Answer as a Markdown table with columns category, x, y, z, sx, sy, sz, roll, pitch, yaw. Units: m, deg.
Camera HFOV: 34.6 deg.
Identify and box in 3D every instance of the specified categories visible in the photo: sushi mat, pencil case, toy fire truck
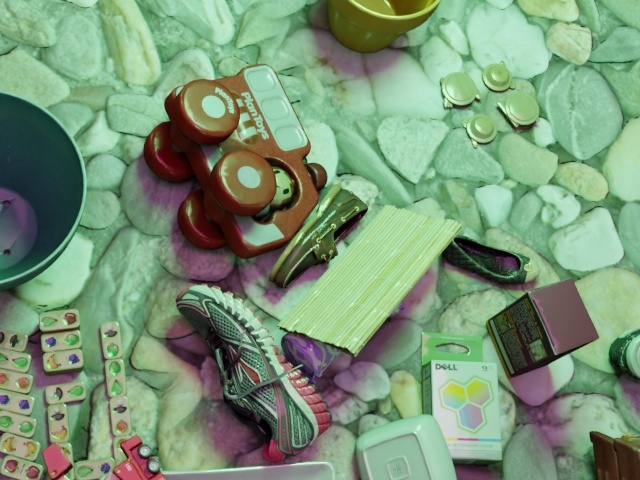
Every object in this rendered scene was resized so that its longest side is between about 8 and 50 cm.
| category | x | y | z | sx | sy | sz | roll | pitch | yaw |
| --- | --- | --- | --- | --- | --- | --- | --- | --- | --- |
| sushi mat | 0.080 | 0.052 | 1.589 | 0.151 | 0.019 | 0.316 | 13 | 46 | 37 |
| pencil case | 0.035 | 0.131 | 1.596 | 0.206 | 0.086 | 0.088 | -37 | 88 | -20 |
| toy fire truck | -0.285 | 0.343 | 1.430 | 0.135 | 0.047 | 0.192 | -31 | 79 | -18 |
| toy fire truck | -0.113 | -0.131 | 1.625 | 0.254 | 0.169 | 0.302 | -20 | 77 | -36 |

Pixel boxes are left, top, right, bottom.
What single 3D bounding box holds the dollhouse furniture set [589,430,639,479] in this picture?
| category | x | y | z | sx | sy | sz | roll | pitch | yaw |
| --- | --- | --- | --- | --- | --- | --- | --- | --- | --- |
| dollhouse furniture set | 0.553 | 0.470 | 1.584 | 0.201 | 0.152 | 0.374 | -5 | 90 | -14 |

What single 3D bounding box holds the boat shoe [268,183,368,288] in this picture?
| category | x | y | z | sx | sy | sz | roll | pitch | yaw |
| --- | --- | --- | --- | --- | --- | --- | --- | --- | --- |
| boat shoe | 0.000 | 0.000 | 1.639 | 0.073 | 0.073 | 0.207 | 35 | 68 | 6 |

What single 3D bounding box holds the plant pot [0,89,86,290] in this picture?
| category | x | y | z | sx | sy | sz | roll | pitch | yaw |
| --- | --- | --- | --- | --- | --- | --- | --- | --- | --- |
| plant pot | -0.486 | -0.046 | 1.487 | 0.290 | 0.195 | 0.290 | 4 | 71 | -11 |

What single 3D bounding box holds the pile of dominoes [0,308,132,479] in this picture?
| category | x | y | z | sx | sy | sz | roll | pitch | yaw |
| --- | --- | --- | --- | --- | --- | --- | --- | --- | --- |
| pile of dominoes | -0.380 | 0.229 | 1.502 | 0.196 | 0.040 | 0.251 | -6 | 73 | -14 |

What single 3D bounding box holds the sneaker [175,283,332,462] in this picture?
| category | x | y | z | sx | sy | sz | roll | pitch | yaw |
| --- | --- | --- | --- | --- | --- | --- | --- | --- | --- |
| sneaker | -0.113 | 0.190 | 1.523 | 0.112 | 0.121 | 0.299 | -38 | 83 | -25 |

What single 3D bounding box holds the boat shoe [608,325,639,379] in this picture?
| category | x | y | z | sx | sy | sz | roll | pitch | yaw |
| --- | --- | --- | --- | --- | --- | --- | --- | --- | --- |
| boat shoe | 0.627 | 0.169 | 1.705 | 0.303 | 0.091 | 0.114 | -1 | 92 | -14 |

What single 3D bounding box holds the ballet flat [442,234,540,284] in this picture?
| category | x | y | z | sx | sy | sz | roll | pitch | yaw |
| --- | --- | --- | --- | --- | --- | --- | --- | --- | --- |
| ballet flat | 0.283 | 0.034 | 1.700 | 0.173 | 0.049 | 0.057 | 15 | 70 | -7 |

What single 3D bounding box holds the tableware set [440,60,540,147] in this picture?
| category | x | y | z | sx | sy | sz | roll | pitch | yaw |
| --- | --- | --- | --- | --- | --- | --- | --- | --- | --- |
| tableware set | 0.299 | -0.247 | 1.814 | 0.169 | 0.020 | 0.141 | -21 | 75 | -16 |

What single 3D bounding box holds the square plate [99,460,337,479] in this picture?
| category | x | y | z | sx | sy | sz | roll | pitch | yaw |
| --- | --- | --- | --- | --- | --- | --- | --- | --- | --- |
| square plate | -0.137 | 0.497 | 1.459 | 0.347 | 0.049 | 0.344 | -1 | 73 | -12 |

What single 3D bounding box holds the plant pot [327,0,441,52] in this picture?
| category | x | y | z | sx | sy | sz | roll | pitch | yaw |
| --- | --- | --- | --- | --- | --- | --- | --- | --- | --- |
| plant pot | 0.093 | -0.416 | 1.736 | 0.205 | 0.188 | 0.205 | 4 | 71 | -11 |

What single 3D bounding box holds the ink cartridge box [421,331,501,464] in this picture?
| category | x | y | z | sx | sy | sz | roll | pitch | yaw |
| --- | --- | --- | --- | --- | --- | --- | --- | --- | --- |
| ink cartridge box | 0.218 | 0.242 | 1.611 | 0.109 | 0.062 | 0.209 | 4 | 71 | -10 |

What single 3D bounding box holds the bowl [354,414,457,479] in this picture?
| category | x | y | z | sx | sy | sz | roll | pitch | yaw |
| --- | --- | --- | --- | --- | --- | --- | --- | --- | --- |
| bowl | 0.122 | 0.339 | 1.530 | 0.142 | 0.053 | 0.142 | -21 | 76 | 16 |

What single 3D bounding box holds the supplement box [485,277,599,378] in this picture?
| category | x | y | z | sx | sy | sz | roll | pitch | yaw |
| --- | --- | --- | --- | --- | --- | --- | --- | --- | --- |
| supplement box | 0.341 | 0.139 | 1.603 | 0.081 | 0.188 | 0.104 | -17 | 76 | -17 |
